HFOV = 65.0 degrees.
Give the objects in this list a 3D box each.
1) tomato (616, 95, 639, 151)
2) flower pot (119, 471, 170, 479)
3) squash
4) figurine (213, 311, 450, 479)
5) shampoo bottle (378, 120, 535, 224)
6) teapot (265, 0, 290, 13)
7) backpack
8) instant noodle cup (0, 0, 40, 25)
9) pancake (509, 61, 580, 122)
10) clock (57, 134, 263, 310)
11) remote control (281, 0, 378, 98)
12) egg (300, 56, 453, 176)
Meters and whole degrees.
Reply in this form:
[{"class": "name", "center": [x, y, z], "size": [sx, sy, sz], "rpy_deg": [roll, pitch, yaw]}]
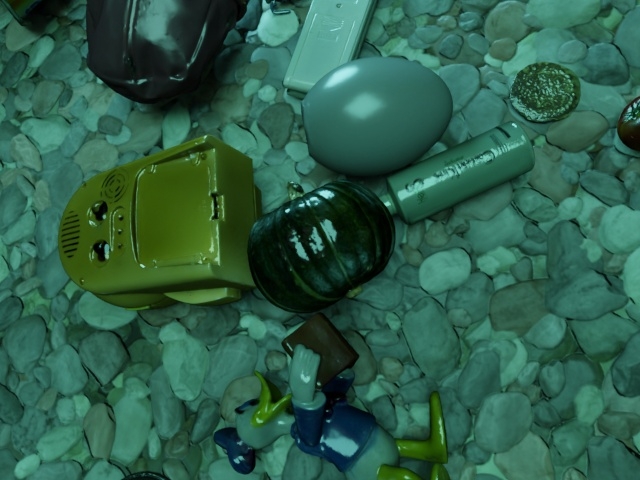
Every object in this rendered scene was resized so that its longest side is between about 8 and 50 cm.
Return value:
[{"class": "tomato", "center": [0.493, -0.174, 0.748], "size": [0.075, 0.087, 0.087], "rpy_deg": [27, 83, -14]}, {"class": "flower pot", "center": [-0.284, 0.432, 0.734], "size": [0.157, 0.107, 0.158], "rpy_deg": [-3, 76, 10]}, {"class": "squash", "center": [0.002, 0.005, 0.710], "size": [0.218, 0.218, 0.172], "rpy_deg": [-35, 68, 1]}, {"class": "figurine", "center": [-0.012, 0.249, 0.690], "size": [0.338, 0.204, 0.284], "rpy_deg": [-15, 101, 19]}, {"class": "shampoo bottle", "center": [0.190, -0.092, 0.778], "size": [0.262, 0.085, 0.085], "rpy_deg": [-24, 75, 4]}, {"class": "teapot", "center": [-0.064, -0.461, 0.927], "size": [0.083, 0.064, 0.049], "rpy_deg": [-10, 45, 10]}, {"class": "backpack", "center": [-0.269, -0.389, 0.867], "size": [0.283, 0.197, 0.318], "rpy_deg": [9, 84, 10]}, {"class": "instant noodle cup", "center": [-0.583, -0.590, 0.928], "size": [0.214, 0.296, 0.296], "rpy_deg": [-42, 74, -9]}, {"class": "pancake", "center": [0.366, -0.241, 0.818], "size": [0.114, 0.011, 0.115], "rpy_deg": [-2, 77, 9]}, {"class": "clock", "center": [-0.257, -0.014, 0.795], "size": [0.316, 0.200, 0.244], "rpy_deg": [-8, 74, 16]}, {"class": "remote control", "center": [0.029, -0.376, 0.884], "size": [0.102, 0.055, 0.277], "rpy_deg": [17, 80, 13]}, {"class": "egg", "center": [0.087, -0.190, 0.770], "size": [0.231, 0.176, 0.176], "rpy_deg": [-14, 76, 4]}]
